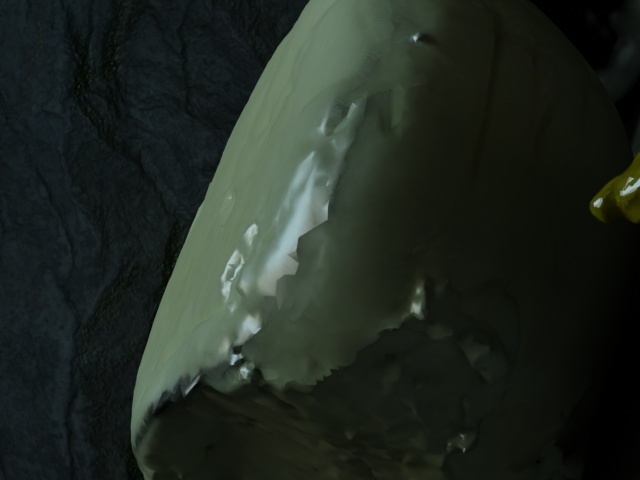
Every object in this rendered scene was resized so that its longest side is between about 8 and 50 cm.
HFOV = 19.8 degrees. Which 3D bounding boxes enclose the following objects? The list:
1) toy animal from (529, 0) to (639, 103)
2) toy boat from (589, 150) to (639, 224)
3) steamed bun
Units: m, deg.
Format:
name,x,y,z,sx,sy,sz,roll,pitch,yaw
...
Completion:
name,x,y,z,sx,sy,sz,roll,pitch,yaw
toy animal,0.129,-0.133,1.215,0.208,0.156,0.204,-54,-2,-12
toy boat,0.205,-0.145,0.752,0.141,0.099,0.318,-76,4,-79
steamed bun,0.055,0.014,0.998,0.334,0.233,0.312,-39,28,64
